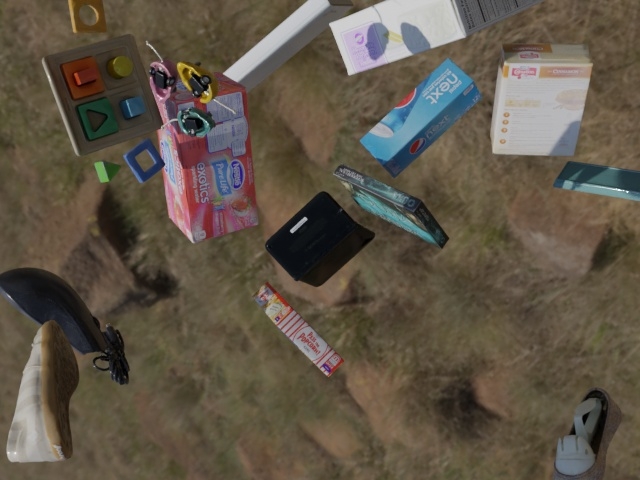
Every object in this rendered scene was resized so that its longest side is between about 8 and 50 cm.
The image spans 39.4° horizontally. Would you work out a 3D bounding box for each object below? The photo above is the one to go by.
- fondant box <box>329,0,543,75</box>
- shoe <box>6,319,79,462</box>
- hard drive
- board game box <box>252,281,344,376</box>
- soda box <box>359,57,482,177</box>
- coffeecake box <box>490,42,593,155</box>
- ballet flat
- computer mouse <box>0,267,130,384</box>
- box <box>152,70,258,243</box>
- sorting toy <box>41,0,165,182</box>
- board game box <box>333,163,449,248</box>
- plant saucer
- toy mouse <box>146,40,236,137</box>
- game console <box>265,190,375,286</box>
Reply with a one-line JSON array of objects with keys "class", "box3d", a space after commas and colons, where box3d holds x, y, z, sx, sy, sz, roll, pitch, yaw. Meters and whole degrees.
[{"class": "fondant box", "box3d": [0.211, -0.380, 1.453, 0.238, 0.330, 0.096, -9, 106, 45]}, {"class": "shoe", "box3d": [-0.305, 0.161, 0.977, 0.219, 0.058, 0.076, -115, 6, -59]}, {"class": "hard drive", "box3d": [-0.093, -0.446, 2.062, 0.353, 0.233, 0.047, -36, 93, 20]}, {"class": "board game box", "box3d": [-0.046, 0.163, 1.676, 0.147, 0.045, 0.193, 47, 175, -21]}, {"class": "soda box", "box3d": [0.174, -0.211, 1.549, 0.071, 0.210, 0.067, 51, -173, 28]}, {"class": "coffeecake box", "box3d": [0.369, -0.236, 1.512, 0.142, 0.068, 0.185, 1, 132, 3]}, {"class": "ballet flat", "box3d": [0.546, 0.427, 1.874, 0.107, 0.316, 0.106, -9, 118, 36]}, {"class": "computer mouse", "box3d": [-0.425, 0.123, 1.528, 0.272, 0.072, 0.188, 42, 180, -27]}, {"class": "box", "box3d": [-0.229, -0.169, 1.789, 0.142, 0.154, 0.300, 40, 141, 52]}, {"class": "sorting toy", "box3d": [-0.377, -0.264, 1.592, 0.047, 0.196, 0.347, -3, 109, 49]}, {"class": "board game box", "box3d": [0.117, -0.058, 1.489, 0.186, 0.026, 0.126, 29, 169, 40]}, {"class": "plant saucer", "box3d": [0.504, -0.104, 1.548, 0.192, 0.067, 0.018, 14, 140, 36]}, {"class": "toy mouse", "box3d": [-0.182, -0.192, 1.198, 0.161, 0.031, 0.143, 45, 143, 4]}, {"class": "game console", "box3d": [0.000, 0.000, 1.292, 0.107, 0.122, 0.071, 47, -168, -3]}]
